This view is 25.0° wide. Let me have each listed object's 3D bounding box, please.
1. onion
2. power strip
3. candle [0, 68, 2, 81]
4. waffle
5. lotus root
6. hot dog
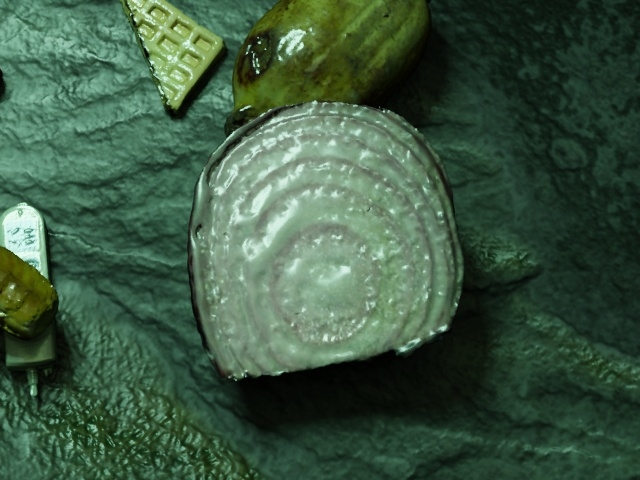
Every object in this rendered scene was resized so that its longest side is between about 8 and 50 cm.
[{"bbox_3d":[0.000,0.000,1.350,0.250,0.111,0.247,-9,82,-2],"label":"onion"},{"bbox_3d":[-0.275,0.052,1.350,0.048,0.030,0.191,-6,73,-7],"label":"power strip"},{"bbox_3d":[-0.377,-0.201,1.406,0.162,0.048,0.053,39,44,8],"label":"candle"},{"bbox_3d":[-0.178,-0.204,1.442,0.153,0.023,0.097,37,72,4],"label":"waffle"},{"bbox_3d":[0.004,-0.174,1.400,0.145,0.128,0.260,45,75,-4],"label":"lotus root"},{"bbox_3d":[-0.353,-0.014,1.273,0.289,0.068,0.083,36,34,-9],"label":"hot dog"}]
